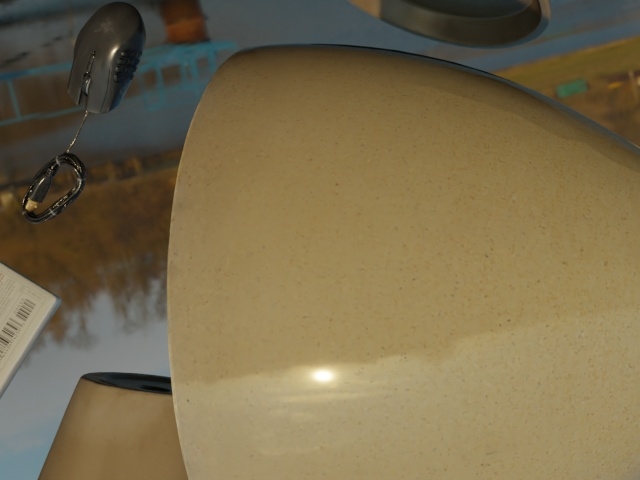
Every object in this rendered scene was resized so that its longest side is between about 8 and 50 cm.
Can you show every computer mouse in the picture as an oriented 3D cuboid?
[{"bbox_3d":[-0.241,-0.124,1.109,0.071,0.242,0.041,28,-169,16],"label":"computer mouse"}]

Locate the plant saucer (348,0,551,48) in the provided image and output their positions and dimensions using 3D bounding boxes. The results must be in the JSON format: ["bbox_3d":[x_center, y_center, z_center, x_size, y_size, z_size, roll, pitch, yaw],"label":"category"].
[{"bbox_3d":[0.121,-0.292,1.225,0.277,0.041,0.278,20,168,4],"label":"plant saucer"}]

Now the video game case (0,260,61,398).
[{"bbox_3d":[-0.387,0.099,1.091,0.193,0.212,0.023,30,173,9],"label":"video game case"}]

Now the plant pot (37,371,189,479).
[{"bbox_3d":[-0.218,0.315,1.386,0.323,0.281,0.323,8,179,0],"label":"plant pot"}]

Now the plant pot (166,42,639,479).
[{"bbox_3d":[0.074,0.038,0.544,0.190,0.284,0.284,-4,-172,18],"label":"plant pot"}]
